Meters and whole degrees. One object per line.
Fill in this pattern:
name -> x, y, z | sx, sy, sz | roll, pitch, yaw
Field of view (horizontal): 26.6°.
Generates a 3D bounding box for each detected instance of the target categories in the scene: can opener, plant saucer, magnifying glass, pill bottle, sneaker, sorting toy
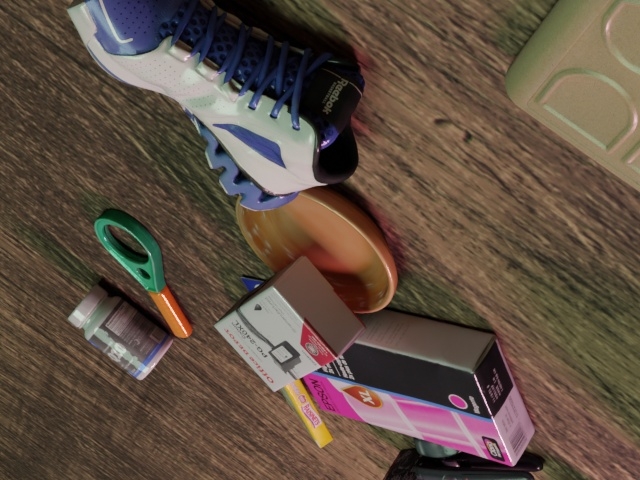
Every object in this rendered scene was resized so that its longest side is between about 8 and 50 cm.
can opener -> 0.189, 0.279, 1.665 | 0.186, 0.059, 0.073 | 3, 137, 45
plant saucer -> 0.000, 0.000, 1.474 | 0.200, 0.037, 0.200 | 27, 150, 17
magnifying glass -> -0.228, 0.047, 1.797 | 0.092, 0.026, 0.231 | 11, 144, 36
pill bottle -> -0.284, 0.128, 1.922 | 0.137, 0.078, 0.078 | 38, 151, -5
sneaker -> -0.061, -0.154, 1.241 | 0.182, 0.127, 0.315 | -4, 139, 44
sorting toy -> 0.282, -0.129, 0.991 | 0.229, 0.041, 0.307 | 39, 151, 3

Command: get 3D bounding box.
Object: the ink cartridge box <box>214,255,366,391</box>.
ink cartridge box -> -0.036, 0.097, 1.521 | 0.109, 0.063, 0.150 | 48, 143, -5

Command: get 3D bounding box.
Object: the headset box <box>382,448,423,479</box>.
headset box -> 0.119, 0.305, 1.773 | 0.032, 0.062, 0.083 | 45, 149, -15

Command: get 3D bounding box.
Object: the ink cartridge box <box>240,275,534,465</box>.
ink cartridge box -> 0.063, 0.149, 1.607 | 0.370, 0.069, 0.176 | 14, 144, 38

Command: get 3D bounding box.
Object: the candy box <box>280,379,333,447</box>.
candy box -> -0.047, 0.172, 1.742 | 0.105, 0.027, 0.206 | 46, 167, 46

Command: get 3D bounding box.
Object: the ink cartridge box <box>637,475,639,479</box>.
ink cartridge box -> 0.434, 0.335, 1.345 | 0.272, 0.197, 0.114 | 10, 142, 39
